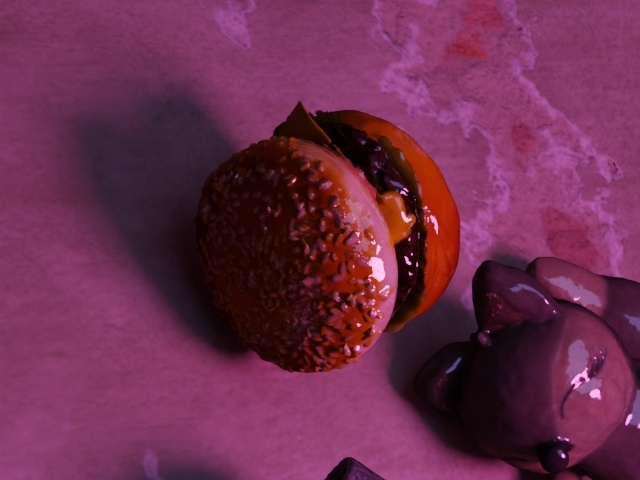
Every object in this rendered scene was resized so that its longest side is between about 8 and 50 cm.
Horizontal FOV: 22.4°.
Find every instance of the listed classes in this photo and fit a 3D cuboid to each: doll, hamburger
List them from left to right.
[{"bbox_3d":[0.000,0.000,1.791,0.225,0.291,0.291,-24,81,-45],"label":"hamburger"},{"bbox_3d":[0.297,0.164,1.994,0.382,0.252,0.379,33,16,-12],"label":"doll"}]

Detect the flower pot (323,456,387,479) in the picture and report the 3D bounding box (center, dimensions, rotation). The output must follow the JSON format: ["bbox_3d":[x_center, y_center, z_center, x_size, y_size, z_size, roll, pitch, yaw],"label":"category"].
[{"bbox_3d":[0.094,0.374,1.615,0.282,0.299,0.299,34,49,-1],"label":"flower pot"}]
